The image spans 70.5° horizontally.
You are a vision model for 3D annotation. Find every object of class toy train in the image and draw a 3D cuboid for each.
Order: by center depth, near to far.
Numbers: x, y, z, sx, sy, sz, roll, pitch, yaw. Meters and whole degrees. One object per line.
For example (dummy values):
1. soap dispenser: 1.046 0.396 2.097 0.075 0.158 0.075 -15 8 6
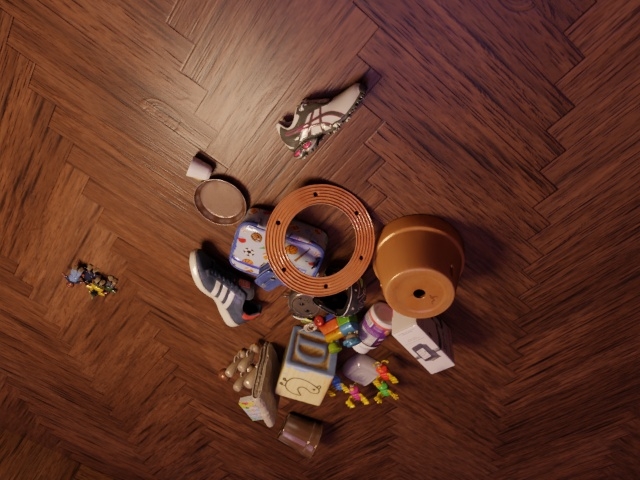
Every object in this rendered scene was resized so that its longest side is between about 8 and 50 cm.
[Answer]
1. toy train: 0.032 0.341 1.621 0.248 0.143 0.105 -34 147 29

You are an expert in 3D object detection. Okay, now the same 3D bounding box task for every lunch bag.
1. lunch bag: -0.153 0.111 1.413 0.067 0.065 0.098 36 131 -20
2. lunch bag: -0.132 0.040 1.463 0.303 0.115 0.243 21 129 -5

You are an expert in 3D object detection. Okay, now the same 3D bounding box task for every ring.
1. ring: 0.000 0.000 1.355 0.337 0.032 0.336 -1 95 -13

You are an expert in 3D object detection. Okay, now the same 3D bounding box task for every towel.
1. towel: -0.195 0.545 1.741 0.049 0.282 0.187 -11 123 11

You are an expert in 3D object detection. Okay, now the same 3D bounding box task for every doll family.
1. doll family: -0.865 0.158 1.699 0.193 0.076 0.111 37 128 -11

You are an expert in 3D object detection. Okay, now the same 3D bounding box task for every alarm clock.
1. alarm clock: -0.034 0.210 1.606 0.192 0.064 0.129 -22 120 20

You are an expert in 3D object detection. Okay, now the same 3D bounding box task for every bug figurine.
1. bug figurine: 0.172 0.559 1.757 0.279 0.072 0.216 -17 128 16

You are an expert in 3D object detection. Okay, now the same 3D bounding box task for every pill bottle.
1. pill bottle: 0.186 0.319 1.618 0.108 0.108 0.193 25 127 -9

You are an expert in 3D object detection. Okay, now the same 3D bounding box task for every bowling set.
1. bowling set: -0.311 0.516 1.850 0.200 0.154 0.287 10 131 25

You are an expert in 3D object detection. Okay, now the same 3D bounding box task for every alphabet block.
1. alphabet block: -0.051 0.474 1.722 0.192 0.193 0.197 17 127 -1

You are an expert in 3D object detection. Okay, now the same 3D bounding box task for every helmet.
1. helmet: 0.071 0.170 1.486 0.162 0.169 0.169 23 127 5

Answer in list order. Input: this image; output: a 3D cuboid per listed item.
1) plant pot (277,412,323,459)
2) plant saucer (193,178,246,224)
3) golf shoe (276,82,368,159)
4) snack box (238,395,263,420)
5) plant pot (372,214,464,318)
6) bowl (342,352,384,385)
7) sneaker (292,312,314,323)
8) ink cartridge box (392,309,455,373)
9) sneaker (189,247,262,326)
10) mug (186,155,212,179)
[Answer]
1. plant pot: -0.097 0.877 2.058 0.165 0.167 0.167 26 127 -1
2. plant saucer: -0.312 -0.124 1.421 0.168 0.029 0.168 5 127 7
3. golf shoe: 0.000 -0.327 1.175 0.273 0.105 0.120 -35 107 29
4. snack box: -0.297 0.768 2.077 0.100 0.037 0.141 -15 123 21
5. plant pot: 0.296 0.095 1.375 0.291 0.203 0.290 5 126 7
6. bowl: 0.167 0.524 1.811 0.142 0.053 0.142 32 126 -13
7. sneaker: -0.068 0.293 1.689 0.083 0.031 0.035 17 128 -4
8. ink cartridge box: 0.350 0.311 1.545 0.100 0.172 0.237 -31 116 28
9. sneaker: -0.317 0.151 1.576 0.148 0.131 0.350 -18 128 13
10. mug: -0.360 -0.211 1.355 0.064 0.078 0.062 20 95 -17
